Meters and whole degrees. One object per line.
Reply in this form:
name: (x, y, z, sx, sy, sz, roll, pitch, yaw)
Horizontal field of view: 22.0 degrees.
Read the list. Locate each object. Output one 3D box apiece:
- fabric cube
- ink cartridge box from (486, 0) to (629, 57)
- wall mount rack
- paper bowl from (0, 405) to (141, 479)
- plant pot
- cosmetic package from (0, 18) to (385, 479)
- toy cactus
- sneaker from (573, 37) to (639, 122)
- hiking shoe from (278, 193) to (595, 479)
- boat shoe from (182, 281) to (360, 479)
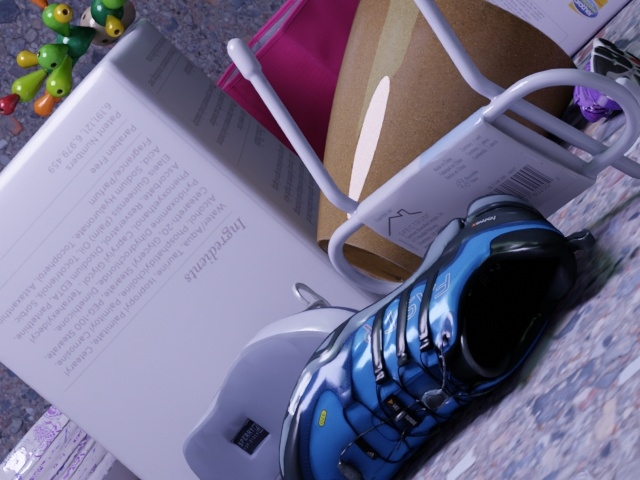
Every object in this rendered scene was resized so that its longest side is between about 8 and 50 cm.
fabric cube: (0.020, -0.193, 2.205, 0.259, 0.258, 0.254, -40, 14, 43)
ink cartridge box: (0.225, -0.284, 1.832, 0.311, 0.186, 0.065, -44, 9, 27)
wall mount rack: (0.092, -0.100, 1.349, 0.350, 0.304, 0.130, -39, 30, 46)
paper bowl: (-0.341, 0.330, 2.129, 0.284, 0.148, 0.284, -48, 10, 11)
plant pot: (0.098, -0.089, 1.621, 0.254, 0.237, 0.237, -65, 13, -12)
cosmetic package: (-0.174, 0.018, 1.833, 0.327, 0.394, 0.329, -46, 9, 11)
toy cactus: (-0.280, -0.239, 1.886, 0.219, 0.112, 0.180, -52, -4, 36)
sneaker: (0.265, -0.136, 1.504, 0.071, 0.068, 0.170, -63, -3, 15)
hiking shoe: (0.077, 0.092, 1.258, 0.304, 0.113, 0.132, -53, 16, 0)
boat shoe: (-0.002, 0.121, 1.506, 0.156, 0.136, 0.367, -52, 0, -34)
